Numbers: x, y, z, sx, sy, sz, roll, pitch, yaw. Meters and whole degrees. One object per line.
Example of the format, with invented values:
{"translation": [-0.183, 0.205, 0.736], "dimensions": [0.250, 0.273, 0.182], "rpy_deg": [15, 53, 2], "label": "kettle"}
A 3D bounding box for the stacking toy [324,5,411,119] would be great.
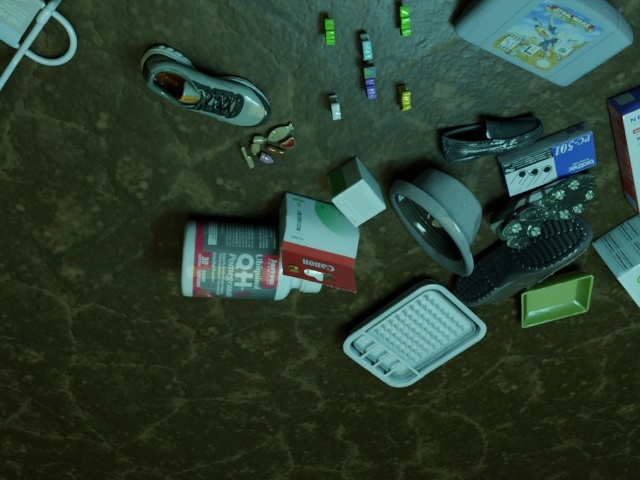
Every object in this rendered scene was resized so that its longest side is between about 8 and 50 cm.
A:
{"translation": [0.095, -0.353, 1.307], "dimensions": [0.166, 0.052, 0.221], "rpy_deg": [-9, 127, -2], "label": "stacking toy"}

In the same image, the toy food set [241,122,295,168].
{"translation": [-0.108, -0.206, 1.415], "dimensions": [0.122, 0.019, 0.078], "rpy_deg": [-22, 128, 1], "label": "toy food set"}

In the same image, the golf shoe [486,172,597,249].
{"translation": [0.520, -0.092, 1.532], "dimensions": [0.272, 0.120, 0.105], "rpy_deg": [-28, 122, -8], "label": "golf shoe"}

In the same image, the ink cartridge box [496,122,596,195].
{"translation": [0.518, -0.184, 1.490], "dimensions": [0.207, 0.046, 0.097], "rpy_deg": [-20, 129, 9], "label": "ink cartridge box"}

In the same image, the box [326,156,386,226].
{"translation": [0.080, -0.109, 1.459], "dimensions": [0.087, 0.101, 0.102], "rpy_deg": [-32, 125, 17], "label": "box"}

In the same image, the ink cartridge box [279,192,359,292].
{"translation": [0.000, 0.000, 1.456], "dimensions": [0.180, 0.225, 0.056], "rpy_deg": [14, 129, -18], "label": "ink cartridge box"}

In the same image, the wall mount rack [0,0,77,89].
{"translation": [-0.631, -0.379, 1.143], "dimensions": [0.350, 0.130, 0.304], "rpy_deg": [34, 117, -28], "label": "wall mount rack"}

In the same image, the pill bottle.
{"translation": [-0.158, 0.049, 1.507], "dimensions": [0.318, 0.176, 0.176], "rpy_deg": [3, 127, -9], "label": "pill bottle"}

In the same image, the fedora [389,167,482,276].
{"translation": [0.281, -0.060, 1.478], "dimensions": [0.124, 0.243, 0.275], "rpy_deg": [-44, 116, -9], "label": "fedora"}

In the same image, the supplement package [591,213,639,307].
{"translation": [0.845, 0.045, 1.643], "dimensions": [0.203, 0.149, 0.194], "rpy_deg": [-37, 123, 20], "label": "supplement package"}

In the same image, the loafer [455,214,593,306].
{"translation": [0.514, 0.050, 1.641], "dimensions": [0.366, 0.134, 0.130], "rpy_deg": [-33, 151, 29], "label": "loafer"}

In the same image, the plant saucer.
{"translation": [0.626, 0.151, 1.748], "dimensions": [0.188, 0.045, 0.188], "rpy_deg": [-16, 142, 6], "label": "plant saucer"}

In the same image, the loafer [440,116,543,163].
{"translation": [0.373, -0.229, 1.417], "dimensions": [0.223, 0.076, 0.078], "rpy_deg": [-14, 136, 9], "label": "loafer"}

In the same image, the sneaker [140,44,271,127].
{"translation": [-0.226, -0.284, 1.283], "dimensions": [0.271, 0.108, 0.100], "rpy_deg": [19, 122, -22], "label": "sneaker"}

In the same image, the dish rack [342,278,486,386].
{"translation": [0.254, 0.249, 1.781], "dimensions": [0.332, 0.072, 0.285], "rpy_deg": [-37, 122, 21], "label": "dish rack"}

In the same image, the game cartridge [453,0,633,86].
{"translation": [0.433, -0.407, 1.242], "dimensions": [0.297, 0.062, 0.198], "rpy_deg": [18, 161, -19], "label": "game cartridge"}

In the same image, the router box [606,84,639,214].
{"translation": [0.844, -0.247, 1.457], "dimensions": [0.335, 0.082, 0.301], "rpy_deg": [-23, 127, 11], "label": "router box"}
